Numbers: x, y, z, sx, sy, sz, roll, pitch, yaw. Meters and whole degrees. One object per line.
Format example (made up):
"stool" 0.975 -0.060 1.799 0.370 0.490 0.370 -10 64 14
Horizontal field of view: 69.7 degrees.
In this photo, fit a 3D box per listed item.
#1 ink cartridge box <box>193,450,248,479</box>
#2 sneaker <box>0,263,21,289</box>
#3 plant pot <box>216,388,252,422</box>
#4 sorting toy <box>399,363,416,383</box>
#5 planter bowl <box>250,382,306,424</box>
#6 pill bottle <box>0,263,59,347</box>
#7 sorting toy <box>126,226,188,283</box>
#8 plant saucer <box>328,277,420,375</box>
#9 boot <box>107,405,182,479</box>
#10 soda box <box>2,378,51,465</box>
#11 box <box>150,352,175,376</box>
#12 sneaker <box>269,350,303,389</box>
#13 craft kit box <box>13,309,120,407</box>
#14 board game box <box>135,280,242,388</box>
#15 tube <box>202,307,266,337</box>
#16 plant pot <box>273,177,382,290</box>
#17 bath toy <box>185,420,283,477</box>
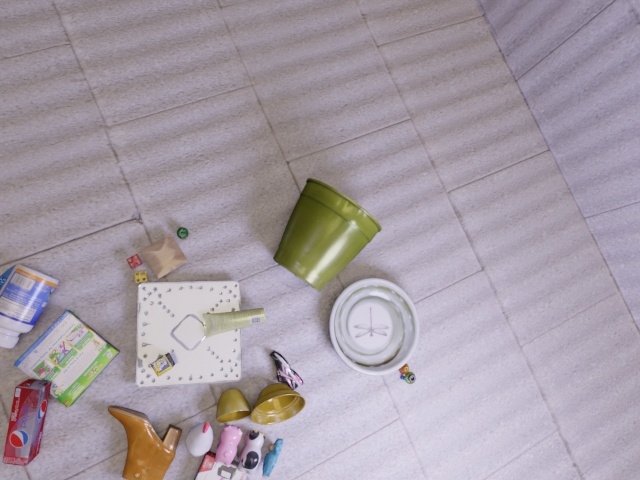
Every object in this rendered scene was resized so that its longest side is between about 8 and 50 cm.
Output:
"ink cartridge box" -0.370 0.880 1.707 0.175 0.072 0.128 25 73 -7
"sneaker" -1.154 0.171 1.654 0.069 0.082 0.209 38 71 -2
"plant pot" -0.336 0.624 1.750 0.134 0.134 0.095 -7 56 -15
"sorting toy" 0.373 0.574 1.968 0.061 0.042 0.102 -38 90 -18
"planter bowl" -0.172 0.616 1.777 0.217 0.217 0.090 -10 45 -16
"pill bottle" -1.068 0.232 1.625 0.152 0.152 0.272 25 75 -8
"sorting toy" -0.625 0.069 1.821 0.274 0.046 0.132 -33 88 -18
"plant saucer" 0.219 0.361 1.943 0.399 0.100 0.401 3 79 -14
"boot" -0.666 0.738 1.647 0.294 0.104 0.211 28 73 -11
"soda box" -1.000 0.617 1.567 0.083 0.092 0.264 11 89 -9
"box" -0.562 0.443 1.645 0.059 0.169 0.054 -31 88 -17
"sneaker" -0.150 0.527 1.837 0.077 0.072 0.178 -39 84 -7
"craft kit box" -0.916 0.426 1.675 0.246 0.061 0.250 40 73 -1
"board game box" -0.506 0.357 1.791 0.389 0.050 0.391 0 79 -13
"tube" -0.335 0.310 1.790 0.239 0.062 0.070 -9 38 -10
"plant pot" 0.000 0.000 1.856 0.366 0.366 0.353 34 84 -5
"bath toy" -0.319 0.750 1.703 0.347 0.151 0.129 22 110 -14
